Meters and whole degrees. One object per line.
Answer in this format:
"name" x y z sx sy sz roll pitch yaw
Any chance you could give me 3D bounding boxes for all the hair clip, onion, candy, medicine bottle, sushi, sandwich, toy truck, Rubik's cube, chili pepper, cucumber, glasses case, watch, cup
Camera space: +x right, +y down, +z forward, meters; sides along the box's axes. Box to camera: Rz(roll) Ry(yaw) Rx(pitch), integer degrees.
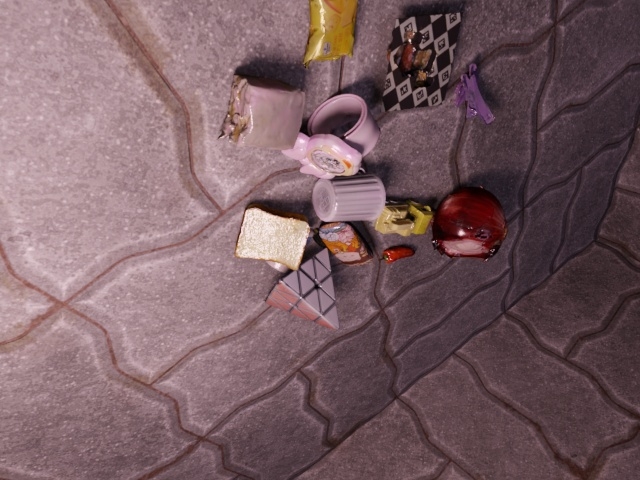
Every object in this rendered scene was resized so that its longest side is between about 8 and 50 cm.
"hair clip" 0.558 -0.530 1.652 0.137 0.090 0.278 -47 134 1
"onion" 0.641 -0.075 1.915 0.341 0.341 0.341 -22 134 -25
"candy" -0.149 -0.329 1.173 0.195 0.137 0.184 -6 125 -40
"medicine bottle" -0.105 0.016 1.511 0.105 0.105 0.168 19 109 -47
"sushi" 0.306 -0.567 1.422 0.292 0.059 0.294 -18 132 -28
"sandwich" -0.151 -0.010 1.404 0.215 0.065 0.186 11 107 -13
"toy truck" 0.323 -0.084 1.750 0.272 0.157 0.124 -2 123 -39
"Rubik's cube" -0.064 0.173 1.565 0.233 0.229 0.228 -2 116 -18
"chili pepper" 0.339 0.059 1.953 0.272 0.071 0.063 -10 89 -41
"cucumber" -0.002 0.001 1.640 0.034 0.033 0.135 -39 139 -3
"glasses case" 0.101 0.014 1.667 0.122 0.082 0.321 -13 148 21
"watch" 0.047 -0.309 1.333 0.211 0.249 0.217 45 63 -48
"cup" 0.084 -0.168 1.513 0.202 0.221 0.167 -8 160 -33

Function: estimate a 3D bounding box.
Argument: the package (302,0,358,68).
"package" 0.028 -0.569 1.162 0.168 0.090 0.226 -21 136 -24
